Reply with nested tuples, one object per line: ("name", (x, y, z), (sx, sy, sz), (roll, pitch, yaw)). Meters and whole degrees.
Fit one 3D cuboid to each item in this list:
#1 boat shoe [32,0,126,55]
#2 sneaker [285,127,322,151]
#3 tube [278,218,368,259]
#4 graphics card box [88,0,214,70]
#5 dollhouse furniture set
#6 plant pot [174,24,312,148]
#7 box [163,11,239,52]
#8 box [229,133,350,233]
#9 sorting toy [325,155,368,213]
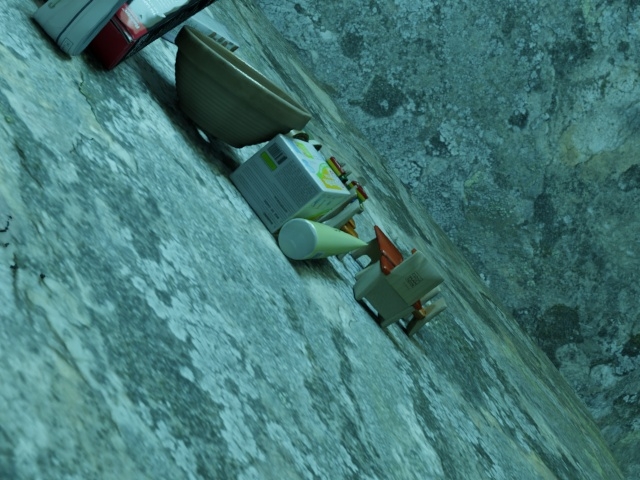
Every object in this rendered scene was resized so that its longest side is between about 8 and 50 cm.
("boat shoe", (-0.255, -0.329, 1.198), (0.076, 0.226, 0.083), (41, -17, -9))
("sneaker", (-0.063, -0.215, 2.002), (0.086, 0.064, 0.192), (46, 9, 14))
("tube", (0.000, 0.000, 1.539), (0.070, 0.062, 0.240), (47, 11, 14))
("graphics card box", (-0.237, -0.421, 1.378), (0.233, 0.094, 0.371), (49, 49, -7))
("dollhouse furniture set", (0.130, 0.042, 1.740), (0.262, 0.135, 0.259), (48, 12, -16))
("plant pot", (-0.138, -0.216, 1.499), (0.237, 0.109, 0.237), (34, 10, -7))
("box", (-0.243, -0.399, 1.850), (0.067, 0.063, 0.324), (52, 11, 9))
("box", (-0.043, -0.085, 1.542), (0.114, 0.103, 0.203), (52, 11, 7))
("sorting toy", (0.057, -0.129, 2.227), (0.132, 0.046, 0.274), (54, 11, 11))
